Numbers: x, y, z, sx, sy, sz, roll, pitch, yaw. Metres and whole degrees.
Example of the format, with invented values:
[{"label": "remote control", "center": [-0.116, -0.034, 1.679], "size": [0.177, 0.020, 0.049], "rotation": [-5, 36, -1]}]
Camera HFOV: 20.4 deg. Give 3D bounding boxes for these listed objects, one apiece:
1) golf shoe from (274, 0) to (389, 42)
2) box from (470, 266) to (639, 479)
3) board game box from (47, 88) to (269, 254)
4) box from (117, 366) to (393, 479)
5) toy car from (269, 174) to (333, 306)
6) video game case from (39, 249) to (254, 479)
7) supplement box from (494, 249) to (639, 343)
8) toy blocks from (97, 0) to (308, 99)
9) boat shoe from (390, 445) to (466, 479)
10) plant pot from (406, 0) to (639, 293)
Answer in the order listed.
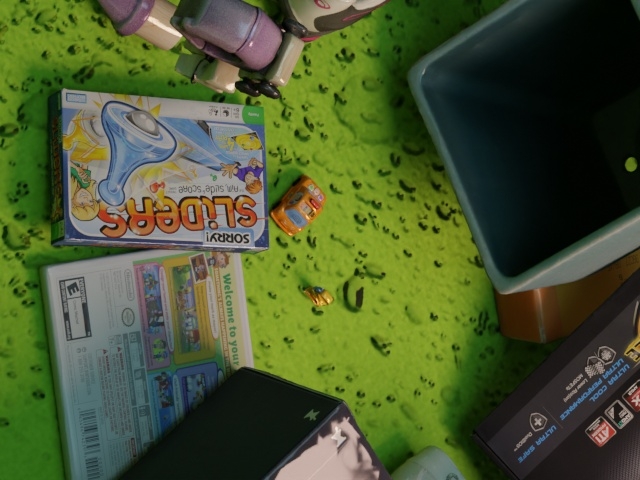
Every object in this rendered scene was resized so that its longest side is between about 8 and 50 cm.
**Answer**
[{"label": "golf shoe", "center": [0.077, -0.276, 1.680], "size": [0.273, 0.120, 0.105], "rotation": [-40, 108, -24]}, {"label": "box", "center": [0.348, 0.193, 1.711], "size": [0.293, 0.073, 0.295], "rotation": [48, 110, 11]}, {"label": "board game box", "center": [-0.144, -0.059, 1.595], "size": [0.201, 0.035, 0.136], "rotation": [2, 80, -29]}, {"label": "box", "center": [-0.068, 0.345, 1.564], "size": [0.343, 0.179, 0.312], "rotation": [-42, 118, -22]}, {"label": "toy car", "center": [0.000, 0.000, 1.687], "size": [0.060, 0.040, 0.122], "rotation": [-32, 106, -25]}, {"label": "video game case", "center": [-0.151, 0.113, 1.616], "size": [0.193, 0.023, 0.212], "rotation": [-9, 95, -29]}, {"label": "supplement box", "center": [0.295, 0.041, 1.835], "size": [0.233, 0.080, 0.078], "rotation": [-14, 99, -27]}, {"label": "toy blocks", "center": [-0.136, -0.315, 1.464], "size": [0.260, 0.288, 0.309], "rotation": [28, 80, -33]}, {"label": "boat shoe", "center": [0.198, 0.346, 1.769], "size": [0.367, 0.136, 0.156], "rotation": [49, 66, -11]}, {"label": "plant pot", "center": [0.284, -0.104, 1.703], "size": [0.252, 0.248, 0.247], "rotation": [5, 59, -53]}]
